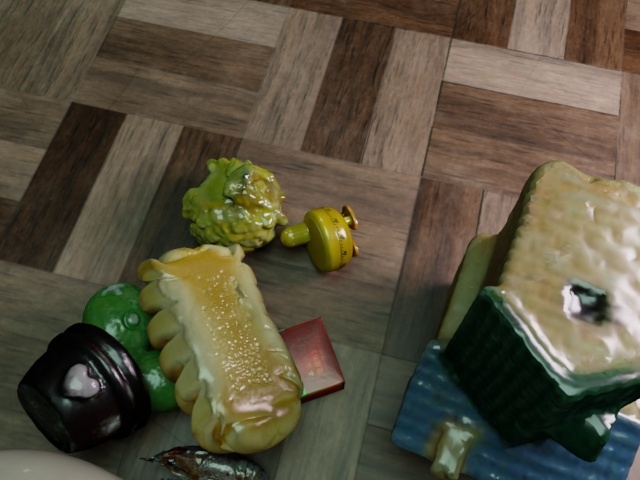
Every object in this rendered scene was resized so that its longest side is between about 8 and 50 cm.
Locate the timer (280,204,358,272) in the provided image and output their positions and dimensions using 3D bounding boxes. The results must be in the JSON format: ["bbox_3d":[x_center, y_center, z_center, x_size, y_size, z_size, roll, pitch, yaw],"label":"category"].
[{"bbox_3d":[0.000,0.000,1.071,0.109,0.107,0.107,-17,65,-19],"label":"timer"}]

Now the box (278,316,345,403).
[{"bbox_3d":[-0.063,0.195,1.007,0.175,0.048,0.112,-18,65,-9],"label":"box"}]

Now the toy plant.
[{"bbox_3d":[-0.301,0.181,0.961,0.218,0.175,0.235,44,44,12],"label":"toy plant"}]

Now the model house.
[{"bbox_3d":[0.298,0.156,0.840,0.334,0.382,0.343,21,60,12],"label":"model house"}]

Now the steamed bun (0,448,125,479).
[{"bbox_3d":[-0.329,0.401,0.751,0.374,0.334,0.334,16,65,4],"label":"steamed bun"}]

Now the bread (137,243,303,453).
[{"bbox_3d":[-0.142,0.149,0.926,0.173,0.121,0.311,-6,58,-34],"label":"bread"}]

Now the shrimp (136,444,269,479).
[{"bbox_3d":[-0.165,0.322,0.936,0.190,0.075,0.073,10,96,-2],"label":"shrimp"}]

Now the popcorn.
[{"bbox_3d":[-0.138,-0.061,1.095,0.173,0.142,0.173,-7,72,22],"label":"popcorn"}]
